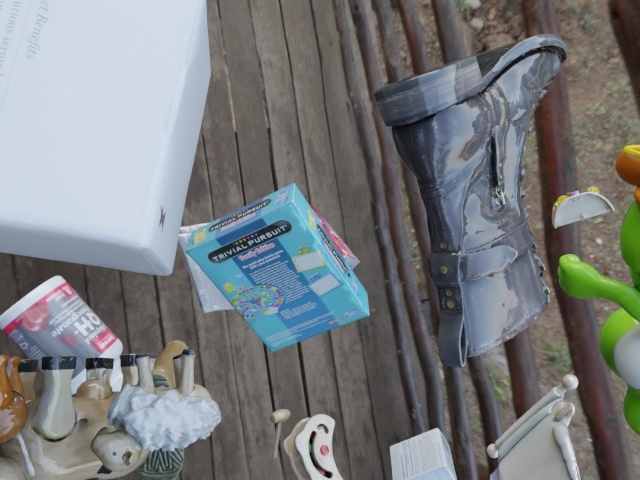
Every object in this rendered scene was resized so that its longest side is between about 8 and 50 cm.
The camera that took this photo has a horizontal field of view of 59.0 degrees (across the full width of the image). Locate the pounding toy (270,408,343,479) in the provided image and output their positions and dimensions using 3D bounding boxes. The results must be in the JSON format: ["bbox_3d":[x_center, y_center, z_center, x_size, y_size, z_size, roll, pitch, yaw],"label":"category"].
[{"bbox_3d":[-0.040,0.609,1.668,0.154,0.155,0.269,-16,77,-42],"label":"pounding toy"}]

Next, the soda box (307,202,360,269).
[{"bbox_3d":[0.000,0.000,1.671,0.092,0.083,0.263,-47,50,11],"label":"soda box"}]

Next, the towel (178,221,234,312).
[{"bbox_3d":[-0.225,0.080,1.638,0.317,0.331,0.053,-5,41,1],"label":"towel"}]

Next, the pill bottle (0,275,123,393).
[{"bbox_3d":[-0.597,0.256,1.365,0.176,0.176,0.318,-40,99,-8],"label":"pill bottle"}]

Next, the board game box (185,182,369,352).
[{"bbox_3d":[-0.082,0.071,1.218,0.254,0.079,0.336,-23,122,16],"label":"board game box"}]

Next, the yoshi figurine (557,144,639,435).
[{"bbox_3d":[0.415,0.061,0.691,0.203,0.204,0.361,-21,117,-40],"label":"yoshi figurine"}]

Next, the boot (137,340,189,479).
[{"bbox_3d":[-0.316,0.352,1.198,0.089,0.269,0.235,0,91,-5],"label":"boot"}]

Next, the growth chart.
[{"bbox_3d":[0.204,0.264,0.545,0.021,0.172,0.237,26,38,-7],"label":"growth chart"}]

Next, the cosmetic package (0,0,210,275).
[{"bbox_3d":[-0.338,-0.122,0.469,0.454,0.161,0.229,10,76,-6],"label":"cosmetic package"}]

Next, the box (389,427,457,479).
[{"bbox_3d":[0.245,0.541,1.360,0.137,0.126,0.072,-26,110,13],"label":"box"}]

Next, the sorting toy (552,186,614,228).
[{"bbox_3d":[0.381,-0.055,0.847,0.083,0.075,0.044,-18,96,15],"label":"sorting toy"}]

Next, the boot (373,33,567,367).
[{"bbox_3d":[0.151,-0.042,0.485,0.263,0.091,0.228,-28,105,-38],"label":"boot"}]

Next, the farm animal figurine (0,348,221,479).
[{"bbox_3d":[-0.313,0.209,0.578,0.327,0.330,0.172,7,74,-40],"label":"farm animal figurine"}]
